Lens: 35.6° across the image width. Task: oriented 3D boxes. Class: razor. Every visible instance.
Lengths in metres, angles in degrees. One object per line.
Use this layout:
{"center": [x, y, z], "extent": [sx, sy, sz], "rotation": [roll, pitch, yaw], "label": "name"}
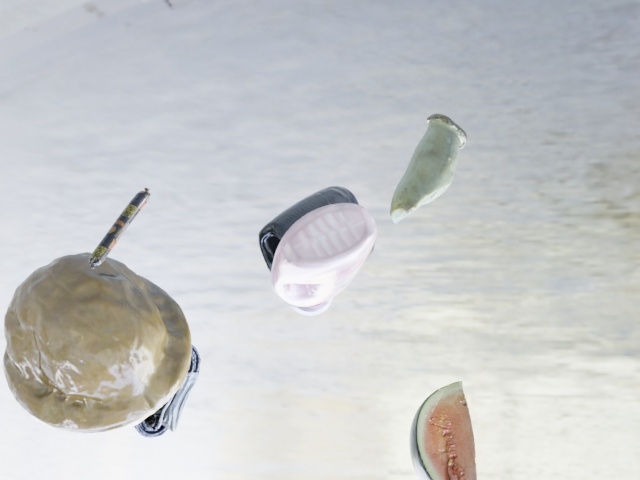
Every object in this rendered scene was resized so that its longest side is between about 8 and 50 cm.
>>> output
{"center": [0.002, -0.001, 2.267], "extent": [0.113, 0.204, 0.349], "rotation": [-27, -176, 33], "label": "razor"}

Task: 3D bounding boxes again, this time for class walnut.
{"center": [-0.455, 0.205, 1.995], "extent": [0.384, 0.383, 0.383], "rotation": [3, 163, 1], "label": "walnut"}

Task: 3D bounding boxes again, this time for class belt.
{"center": [-0.356, 0.328, 2.249], "extent": [0.140, 0.230, 0.126], "rotation": [24, 178, -30], "label": "belt"}

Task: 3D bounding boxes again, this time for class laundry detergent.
{"center": [-0.004, 0.042, 1.496], "extent": [0.159, 0.088, 0.335], "rotation": [-21, 166, -12], "label": "laundry detergent"}

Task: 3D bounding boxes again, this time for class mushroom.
{"center": [0.229, -0.143, 2.098], "extent": [0.107, 0.333, 0.087], "rotation": [38, 136, -13], "label": "mushroom"}

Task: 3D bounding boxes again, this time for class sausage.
{"center": [-0.337, -0.023, 1.681], "extent": [0.025, 0.198, 0.028], "rotation": [41, 140, -16], "label": "sausage"}

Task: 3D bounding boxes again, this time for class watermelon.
{"center": [0.270, 0.483, 2.379], "extent": [0.159, 0.303, 0.128], "rotation": [-20, 145, 29], "label": "watermelon"}
